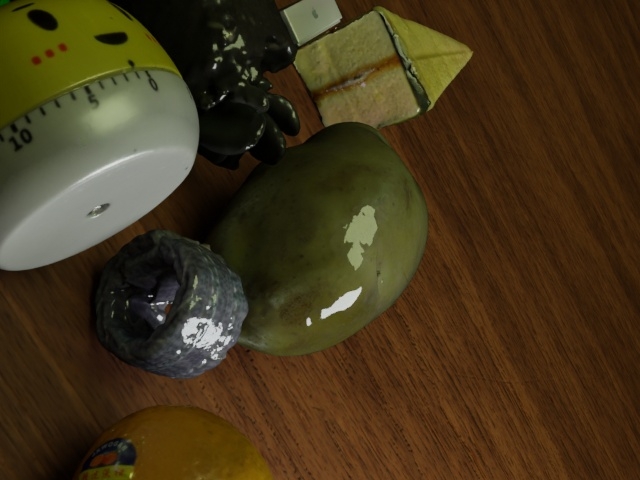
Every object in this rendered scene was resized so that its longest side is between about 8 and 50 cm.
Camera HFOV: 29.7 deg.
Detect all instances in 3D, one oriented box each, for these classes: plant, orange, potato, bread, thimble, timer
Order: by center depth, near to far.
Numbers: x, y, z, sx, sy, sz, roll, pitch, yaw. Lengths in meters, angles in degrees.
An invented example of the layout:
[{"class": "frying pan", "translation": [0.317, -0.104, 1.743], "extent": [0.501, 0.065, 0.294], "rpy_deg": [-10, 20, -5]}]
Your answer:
[{"class": "timer", "translation": [-0.272, -0.136, 1.115], "extent": [0.285, 0.285, 0.285], "rpy_deg": [29, 52, -45]}, {"class": "orange", "translation": [-0.141, 0.266, 1.159], "extent": [0.219, 0.193, 0.219], "rpy_deg": [-8, 90, -71]}, {"class": "thimble", "translation": [-0.157, 0.068, 1.259], "extent": [0.098, 0.150, 0.150], "rpy_deg": [25, 55, -47]}, {"class": "plant", "translation": [-0.130, -0.208, 1.389], "extent": [0.188, 0.199, 0.276], "rpy_deg": [-5, 80, -61]}, {"class": "potato", "translation": [0.000, 0.000, 1.428], "extent": [0.326, 0.243, 0.221], "rpy_deg": [-55, 128, -52]}, {"class": "bread", "translation": [0.095, -0.275, 1.777], "extent": [0.163, 0.168, 0.264], "rpy_deg": [61, 32, -15]}]

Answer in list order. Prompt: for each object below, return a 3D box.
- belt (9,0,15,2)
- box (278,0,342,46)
[{"class": "belt", "translation": [-0.288, -0.269, 1.248], "extent": [0.122, 0.128, 0.218], "rpy_deg": [-32, 103, -62]}, {"class": "box", "translation": [-0.058, -0.272, 1.578], "extent": [0.129, 0.130, 0.051], "rpy_deg": [-43, 112, -54]}]
